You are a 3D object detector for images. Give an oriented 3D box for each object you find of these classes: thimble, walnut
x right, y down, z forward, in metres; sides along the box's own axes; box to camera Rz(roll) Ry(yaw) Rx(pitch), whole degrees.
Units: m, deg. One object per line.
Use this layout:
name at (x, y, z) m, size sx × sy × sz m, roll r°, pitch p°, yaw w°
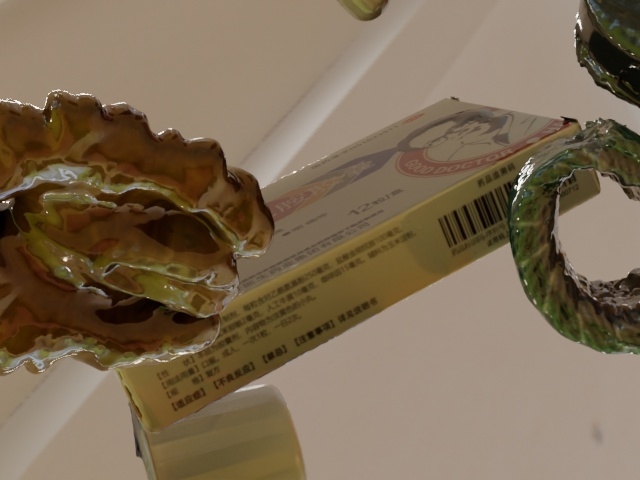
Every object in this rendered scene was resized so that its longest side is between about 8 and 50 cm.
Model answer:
thimble at (0.176, -0.001, 0.710) m, size 0.135 × 0.118 × 0.090 m, roll 56°, pitch -172°, yaw -5°
walnut at (-0.112, -0.003, 0.534) m, size 0.170 × 0.143 × 0.069 m, roll 19°, pitch -156°, yaw -34°

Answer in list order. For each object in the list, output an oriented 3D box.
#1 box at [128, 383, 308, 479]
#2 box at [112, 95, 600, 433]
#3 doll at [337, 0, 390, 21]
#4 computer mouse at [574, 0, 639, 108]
box at (-0.143, 0.287, 1.587) m, size 0.207 × 0.262 × 0.291 m, roll -12°, pitch -115°, yaw -13°
box at (0.000, 0.000, 0.852) m, size 0.353 × 0.214 × 0.069 m, roll -26°, pitch -72°, yaw -13°
doll at (0.051, -0.235, 0.828) m, size 0.059 × 0.161 × 0.160 m, roll 41°, pitch -173°, yaw -24°
computer mouse at (0.289, -0.215, 0.770) m, size 0.295 × 0.168 × 0.087 m, roll -60°, pitch -22°, yaw 6°
